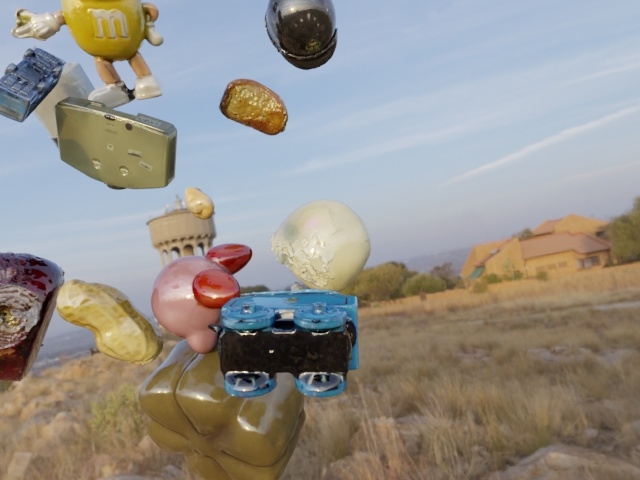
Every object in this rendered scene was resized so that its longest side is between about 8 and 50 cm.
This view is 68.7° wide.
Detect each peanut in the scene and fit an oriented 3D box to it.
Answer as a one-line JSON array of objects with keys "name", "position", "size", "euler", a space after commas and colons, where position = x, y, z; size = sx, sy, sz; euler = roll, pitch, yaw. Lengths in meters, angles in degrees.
[{"name": "peanut", "position": [-0.551, 0.215, 1.240], "size": [0.147, 0.305, 0.147], "euler": [-34, 19, 13]}]

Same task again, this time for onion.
[{"name": "onion", "position": [-0.845, 0.189, 1.224], "size": [0.260, 0.336, 0.282], "euler": [20, -6, -26]}]

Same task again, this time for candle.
[{"name": "candle", "position": [-0.852, -0.464, 1.559], "size": [0.222, 0.342, 0.221], "euler": [-15, 36, 11]}]

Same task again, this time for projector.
[{"name": "projector", "position": [-0.481, -0.221, 1.120], "size": [0.270, 0.193, 0.088], "euler": [16, 34, 0]}]

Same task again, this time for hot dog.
[{"name": "hot dog", "position": [-0.245, -0.499, 1.770], "size": [0.259, 0.114, 0.175], "euler": [23, -61, -18]}]

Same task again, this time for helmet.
[{"name": "helmet", "position": [-0.056, -0.702, 1.481], "size": [0.231, 0.278, 0.160], "euler": [-20, -1, -5]}]

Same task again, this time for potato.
[{"name": "potato", "position": [-0.276, -0.087, 1.067], "size": [0.063, 0.083, 0.068], "euler": [-9, -32, -30]}]

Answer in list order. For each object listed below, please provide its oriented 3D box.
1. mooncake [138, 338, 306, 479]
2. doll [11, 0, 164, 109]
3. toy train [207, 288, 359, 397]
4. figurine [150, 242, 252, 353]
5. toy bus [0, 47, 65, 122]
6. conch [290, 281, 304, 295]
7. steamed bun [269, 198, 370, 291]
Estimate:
[{"name": "mooncake", "position": [-0.280, 0.497, 1.350], "size": [0.468, 0.466, 0.262], "euler": [-13, 26, 29]}, {"name": "doll", "position": [-0.598, -0.564, 1.289], "size": [0.348, 0.423, 0.161], "euler": [-49, 34, -12]}, {"name": "toy train", "position": [-0.071, 0.202, 0.984], "size": [0.301, 0.187, 0.265], "euler": [-1, 7, 4]}, {"name": "figurine", "position": [-0.329, 0.132, 1.231], "size": [0.211, 0.261, 0.269], "euler": [23, 27, -10]}, {"name": "toy bus", "position": [-0.657, -0.356, 1.057], "size": [0.079, 0.236, 0.094], "euler": [31, -62, -28]}, {"name": "conch", "position": [-0.055, 0.268, 1.483], "size": [0.149, 0.274, 0.182], "euler": [15, -26, -7]}, {"name": "steamed bun", "position": [0.000, 0.000, 1.591], "size": [0.334, 0.311, 0.233], "euler": [34, -5, 21]}]
